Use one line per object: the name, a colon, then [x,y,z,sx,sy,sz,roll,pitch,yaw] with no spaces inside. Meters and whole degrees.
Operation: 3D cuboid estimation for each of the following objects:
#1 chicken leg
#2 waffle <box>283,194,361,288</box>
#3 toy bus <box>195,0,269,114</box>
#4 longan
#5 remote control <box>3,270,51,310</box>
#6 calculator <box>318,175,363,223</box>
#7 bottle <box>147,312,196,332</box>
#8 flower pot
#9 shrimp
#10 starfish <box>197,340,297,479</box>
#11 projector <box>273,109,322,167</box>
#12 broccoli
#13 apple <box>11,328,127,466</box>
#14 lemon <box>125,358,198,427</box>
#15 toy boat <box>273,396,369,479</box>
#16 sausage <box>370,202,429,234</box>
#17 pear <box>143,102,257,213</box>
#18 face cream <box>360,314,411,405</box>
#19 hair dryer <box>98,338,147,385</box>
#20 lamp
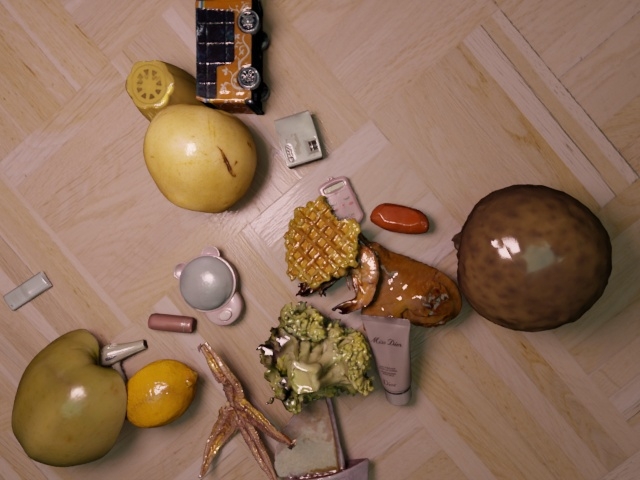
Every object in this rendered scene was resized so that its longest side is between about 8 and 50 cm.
chicken leg: [0.193,0.135,1.191,0.409,0.182,0.295,43,110,8]
waffle: [0.001,0.001,1.166,0.291,0.051,0.290,-10,70,29]
toy bus: [-0.255,-0.542,1.159,0.194,0.162,0.323,1,95,5]
longan: [0.542,0.045,1.059,0.392,0.391,0.390,0,93,2]
remote control: [-0.945,0.163,1.286,0.162,0.029,0.061,-33,90,4]
calculator: [0.063,-0.117,1.232,0.100,0.032,0.174,-25,91,3]
bottle: [-0.467,0.261,1.261,0.140,0.053,0.053,6,93,2]
flower pot: [-0.458,-0.425,1.162,0.195,0.179,0.194,0,94,4]
shrimp: [0.060,0.136,1.178,0.289,0.075,0.178,-36,71,18]
starfish: [-0.249,0.553,1.197,0.384,0.132,0.397,32,112,24]
projector: [-0.065,-0.304,1.212,0.115,0.061,0.147,-17,92,4]
broccoli: [-0.022,0.362,1.131,0.348,0.281,0.293,28,92,15]
apple: [-0.741,0.484,1.191,0.312,0.320,0.360,28,102,-19]
lemon: [-0.483,0.461,1.208,0.257,0.188,0.188,-29,92,-3]
toy boat: [-0.018,0.663,1.250,0.276,0.111,0.293,-31,80,0]
sausage: [0.238,-0.065,1.203,0.180,0.089,0.089,11,93,11]
pear: [-0.331,-0.227,1.115,0.310,0.309,0.308,0,93,2]
face cream: [0.212,0.347,1.175,0.143,0.089,0.314,1,117,29]
hair dryer: [-0.611,0.405,1.281,0.167,0.067,0.199,-30,102,-2]
lamp: [-0.334,0.151,1.224,0.180,0.108,0.245,-30,92,8]
